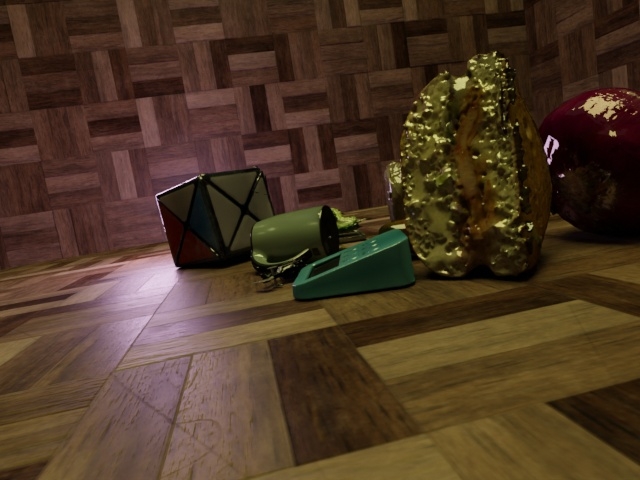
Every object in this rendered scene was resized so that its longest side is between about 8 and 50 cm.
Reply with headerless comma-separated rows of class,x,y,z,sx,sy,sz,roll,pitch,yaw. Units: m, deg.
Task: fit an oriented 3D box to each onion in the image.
onion,0.706,-0.202,1.058,0.385,0.347,0.348,-29,14,-20

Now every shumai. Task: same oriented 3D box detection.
shumai,0.373,-0.173,1.675,0.263,0.266,0.314,-8,10,4

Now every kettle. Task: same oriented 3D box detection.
kettle,-0.086,0.011,1.296,0.237,0.161,0.221,-7,38,19

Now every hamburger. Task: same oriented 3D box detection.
hamburger,0.339,-0.123,0.962,0.268,0.444,0.287,-14,-19,39

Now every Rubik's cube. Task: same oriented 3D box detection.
Rubik's cube,-0.370,-0.078,1.666,0.307,0.304,0.310,-13,5,41

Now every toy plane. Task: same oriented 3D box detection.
toy plane,-0.083,0.079,1.100,0.078,0.053,0.197,-14,2,28

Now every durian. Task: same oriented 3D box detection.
durian,0.019,-0.070,1.796,0.375,0.106,0.132,-10,10,30

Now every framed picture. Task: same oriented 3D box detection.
framed picture,0.000,0.000,1.747,0.336,0.022,0.247,-9,6,-1

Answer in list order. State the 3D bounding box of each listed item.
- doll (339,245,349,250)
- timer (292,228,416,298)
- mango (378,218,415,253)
doll,0.042,0.029,1.440,0.093,0.051,0.062,21,-11,-31
timer,0.065,0.051,0.977,0.250,0.091,0.232,-12,7,4
mango,0.286,-0.021,1.173,0.268,0.111,0.133,-8,22,-2
